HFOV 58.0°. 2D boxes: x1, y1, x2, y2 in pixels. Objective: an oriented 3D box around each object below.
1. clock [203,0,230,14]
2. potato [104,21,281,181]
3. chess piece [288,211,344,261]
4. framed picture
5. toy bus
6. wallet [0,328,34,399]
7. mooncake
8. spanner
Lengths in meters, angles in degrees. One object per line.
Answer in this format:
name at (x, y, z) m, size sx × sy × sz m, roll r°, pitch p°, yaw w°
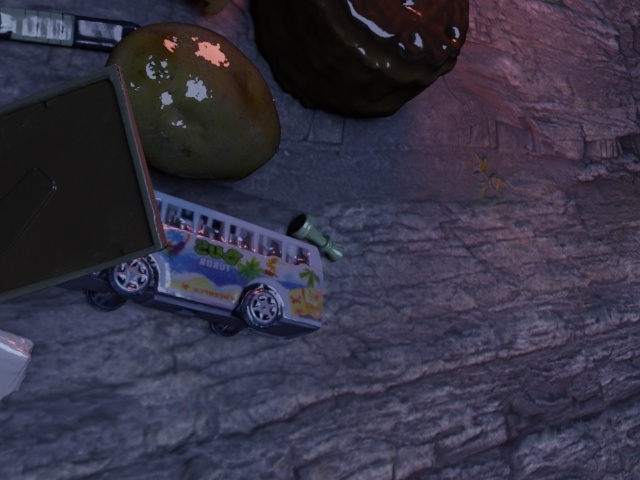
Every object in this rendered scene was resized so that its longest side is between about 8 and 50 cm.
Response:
clock at (-0.158, -0.494, 0.727) m, size 0.244 × 0.200 × 0.317 m, roll 22°, pitch 62°, yaw -32°
potato at (-0.148, -0.161, 0.700) m, size 0.235 × 0.160 × 0.178 m, roll 29°, pitch 92°, yaw -39°
chess piece at (0.000, 0.000, 0.836) m, size 0.093 × 0.042 × 0.042 m, roll 38°, pitch 64°, yaw -28°
framed picture at (-0.287, -0.043, 0.556) m, size 0.260 × 0.023 × 0.189 m, roll -17°, pitch 86°, yaw 9°
toy bus at (-0.152, 0.031, 0.694) m, size 0.329 × 0.109 × 0.136 m, roll 20°, pitch 64°, yaw -29°
wallet at (-0.376, 0.099, 0.550) m, size 0.190 × 0.095 × 0.033 m, roll 31°, pitch 25°, yaw -27°
mooncake at (0.071, -0.351, 0.850) m, size 0.324 × 0.187 × 0.324 m, roll 7°, pitch 76°, yaw -32°
spanner at (-0.353, -0.240, 0.654) m, size 0.315 × 0.024 × 0.087 m, roll -5°, pitch 87°, yaw -35°
